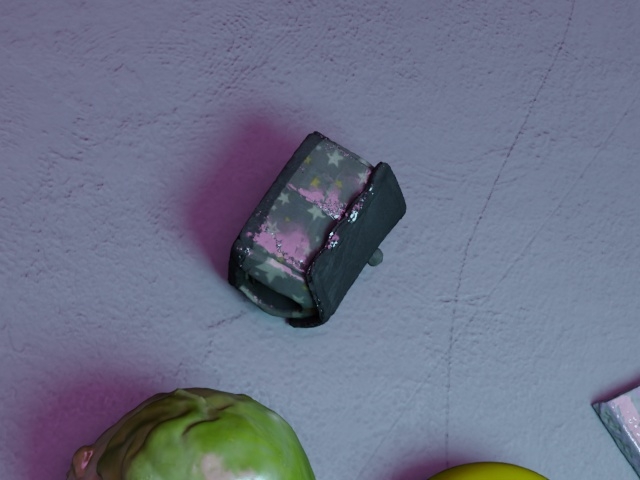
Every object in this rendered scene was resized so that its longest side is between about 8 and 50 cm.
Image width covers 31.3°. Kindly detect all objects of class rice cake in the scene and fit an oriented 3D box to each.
[{"bbox_3d":[0.487,0.320,1.515,0.106,0.050,0.298,-27,79,-19],"label":"rice cake"}]

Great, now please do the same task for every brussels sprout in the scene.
[{"bbox_3d":[-0.132,0.303,1.267,0.273,0.316,0.243,39,44,-22],"label":"brussels sprout"}]

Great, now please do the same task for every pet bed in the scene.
[{"bbox_3d":[0.000,0.000,1.444,0.159,0.183,0.211,31,66,5],"label":"pet bed"}]

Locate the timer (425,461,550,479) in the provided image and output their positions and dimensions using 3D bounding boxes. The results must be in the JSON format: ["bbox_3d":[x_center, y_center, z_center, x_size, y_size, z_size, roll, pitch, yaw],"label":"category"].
[{"bbox_3d":[0.211,0.380,1.318,0.285,0.285,0.285,4,72,-11],"label":"timer"}]
